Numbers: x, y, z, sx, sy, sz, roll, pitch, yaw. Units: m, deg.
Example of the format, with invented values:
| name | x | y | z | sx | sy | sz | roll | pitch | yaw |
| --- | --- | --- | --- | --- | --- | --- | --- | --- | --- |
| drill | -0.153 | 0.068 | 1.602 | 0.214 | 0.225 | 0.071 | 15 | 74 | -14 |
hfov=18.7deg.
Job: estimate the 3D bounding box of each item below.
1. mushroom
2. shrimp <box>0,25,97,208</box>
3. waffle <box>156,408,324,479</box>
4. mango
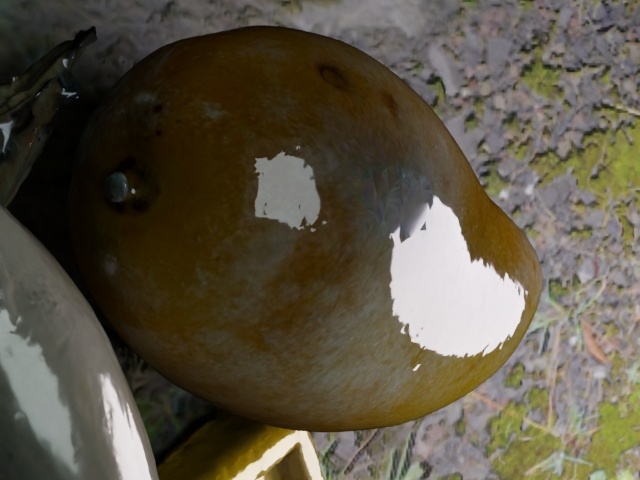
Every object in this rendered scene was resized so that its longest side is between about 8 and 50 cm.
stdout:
| name | x | y | z | sx | sy | sz | roll | pitch | yaw |
| --- | --- | --- | --- | --- | --- | --- | --- | --- | --- |
| mushroom | -0.130 | 0.131 | 0.964 | 0.128 | 0.128 | 0.350 | -47 | 118 | -41 |
| shrimp | -0.218 | -0.052 | 0.980 | 0.145 | 0.059 | 0.254 | 47 | 59 | -28 |
| waffle | -0.056 | 0.247 | 1.173 | 0.221 | 0.055 | 0.248 | -36 | 117 | -45 |
| mango | 0.000 | 0.000 | 1.133 | 0.384 | 0.199 | 0.221 | 17 | 77 | -51 |
